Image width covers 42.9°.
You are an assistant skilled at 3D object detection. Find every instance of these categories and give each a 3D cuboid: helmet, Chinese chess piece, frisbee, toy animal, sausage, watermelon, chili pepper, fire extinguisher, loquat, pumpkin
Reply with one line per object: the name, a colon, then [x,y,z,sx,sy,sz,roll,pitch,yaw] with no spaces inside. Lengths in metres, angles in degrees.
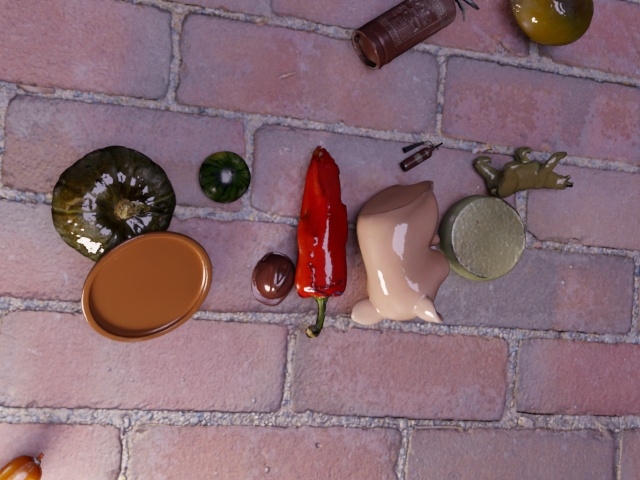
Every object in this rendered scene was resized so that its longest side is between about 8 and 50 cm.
helmet: [-0.087,0.078,1.629,0.089,0.057,0.111,20,84,-19]
Chinese chess piece: [0.349,-0.007,1.758,0.188,0.083,0.188,0,92,-15]
frisbee: [-0.318,0.086,1.506,0.251,0.021,0.251,-18,132,-21]
toy animal: [0.163,0.026,1.653,0.213,0.195,0.256,-28,106,-55]
sausage: [-0.586,0.472,1.464,0.071,0.071,0.234,46,77,-12]
watermelon: [-0.183,-0.125,1.597,0.105,0.062,0.105,-1,94,-21]
chili pepper: [0.000,0.000,1.635,0.110,0.110,0.387,1,87,-18]
fire extinguisher: [0.202,-0.457,1.702,0.269,0.105,0.105,-34,99,-14]
toy animal: [0.454,-0.144,1.793,0.219,0.103,0.101,-14,113,-19]
fire extinguisher: [0.209,-0.190,1.744,0.100,0.032,0.046,-33,65,-15]
loquat: [0.500,-0.504,1.774,0.195,0.152,0.152,13,86,-25]
pumpkin: [-0.375,-0.063,1.486,0.224,0.157,0.223,-6,102,-28]
